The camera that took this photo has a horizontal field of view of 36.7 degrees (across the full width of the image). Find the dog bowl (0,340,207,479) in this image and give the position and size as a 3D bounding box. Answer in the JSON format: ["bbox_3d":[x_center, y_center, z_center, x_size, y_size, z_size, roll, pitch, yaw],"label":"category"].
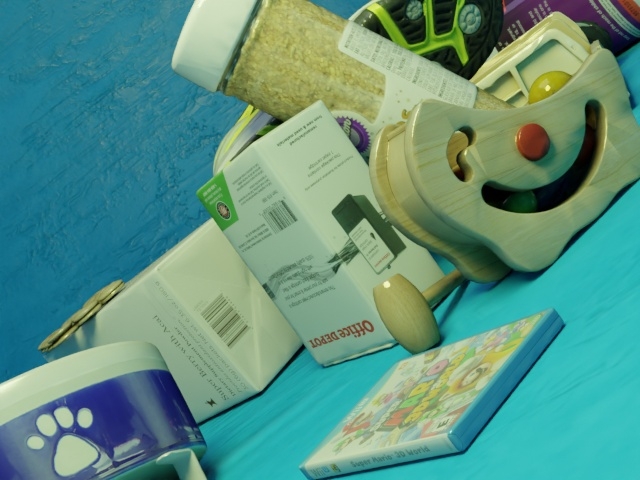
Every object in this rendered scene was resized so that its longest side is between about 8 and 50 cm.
[{"bbox_3d":[-0.234,0.199,0.824,0.265,0.104,0.265,-29,-15,-9],"label":"dog bowl"}]

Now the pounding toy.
[{"bbox_3d":[0.118,-0.047,0.777,0.269,0.154,0.155,-39,6,-23],"label":"pounding toy"}]

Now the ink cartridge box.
[{"bbox_3d":[0.000,0.000,0.878,0.087,0.208,0.153,-38,5,-31],"label":"ink cartridge box"}]

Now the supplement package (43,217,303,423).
[{"bbox_3d":[-0.162,0.110,1.158,0.293,0.177,0.175,-34,9,44],"label":"supplement package"}]

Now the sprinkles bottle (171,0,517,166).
[{"bbox_3d":[0.042,-0.137,0.915,0.121,0.356,0.121,-63,7,15],"label":"sprinkles bottle"}]

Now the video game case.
[{"bbox_3d":[0.066,0.100,0.612,0.119,0.015,0.166,-42,6,-35],"label":"video game case"}]

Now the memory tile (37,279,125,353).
[{"bbox_3d":[-0.287,0.091,1.145,0.113,0.012,0.148,-45,9,-22],"label":"memory tile"}]

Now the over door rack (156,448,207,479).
[{"bbox_3d":[-0.214,0.271,0.629,0.240,0.108,0.324,-36,-9,17],"label":"over door rack"}]

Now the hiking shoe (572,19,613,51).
[{"bbox_3d":[0.276,-0.183,1.340,0.304,0.113,0.132,-33,33,22],"label":"hiking shoe"}]

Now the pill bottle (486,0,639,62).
[{"bbox_3d":[0.363,-0.333,1.467,0.323,0.181,0.181,-34,7,36],"label":"pill bottle"}]

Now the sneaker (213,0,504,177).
[{"bbox_3d":[0.028,-0.179,1.060,0.385,0.145,0.147,-37,30,-3],"label":"sneaker"}]

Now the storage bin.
[{"bbox_3d":[0.221,-0.150,1.149,0.260,0.123,0.262,-36,5,21],"label":"storage bin"}]
